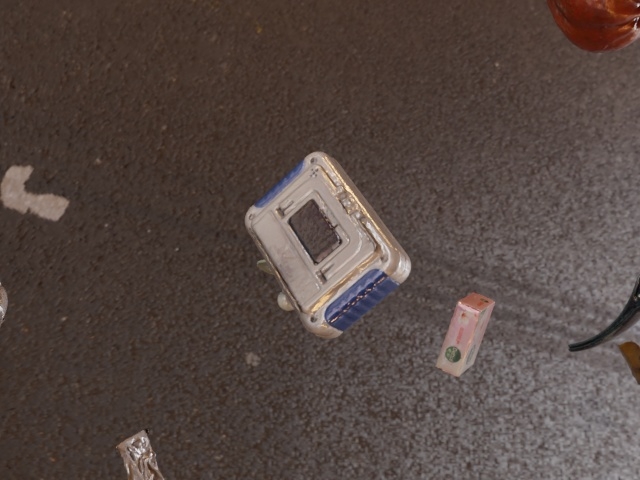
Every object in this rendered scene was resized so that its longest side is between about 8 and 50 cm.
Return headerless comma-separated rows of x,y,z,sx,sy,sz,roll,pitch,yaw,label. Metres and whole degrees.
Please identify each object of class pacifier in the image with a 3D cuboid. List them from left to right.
-0.055,0.076,1.375,0.150,0.127,0.117,9,71,8,pacifier

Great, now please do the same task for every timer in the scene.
0.000,0.000,1.055,0.078,0.178,0.253,31,20,-54,timer

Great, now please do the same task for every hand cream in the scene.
-0.248,0.428,1.138,0.257,0.050,0.084,59,24,10,hand cream

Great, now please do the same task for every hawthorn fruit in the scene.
0.208,-0.188,0.530,0.093,0.093,0.093,11,70,-33,hawthorn fruit

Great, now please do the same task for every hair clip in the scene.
0.596,0.171,1.463,0.048,0.275,0.083,-3,54,-29,hair clip

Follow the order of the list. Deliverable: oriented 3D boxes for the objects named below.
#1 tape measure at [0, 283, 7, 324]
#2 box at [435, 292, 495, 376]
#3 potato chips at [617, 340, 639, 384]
-0.517,0.128,0.963,0.120,0.197,0.236,23,63,3,tape measure
0.246,0.158,1.213,0.089,0.043,0.125,-15,124,-60,box
0.310,0.116,0.693,0.037,0.026,0.204,70,15,11,potato chips
